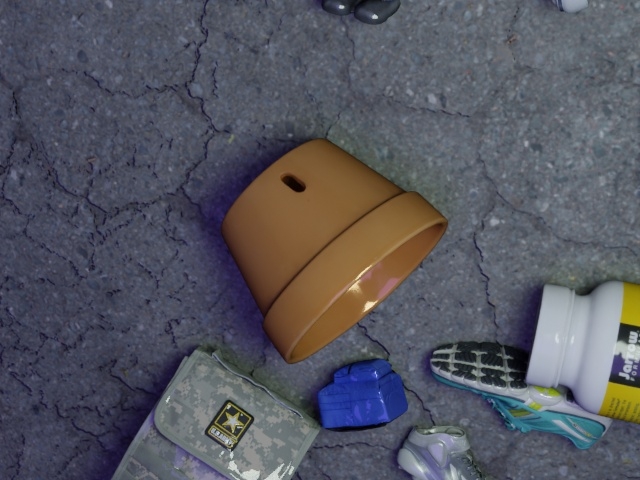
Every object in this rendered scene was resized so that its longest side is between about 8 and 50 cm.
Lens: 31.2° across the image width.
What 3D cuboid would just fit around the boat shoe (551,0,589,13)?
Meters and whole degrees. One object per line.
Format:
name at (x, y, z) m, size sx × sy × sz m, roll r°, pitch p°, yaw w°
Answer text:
boat shoe at (0.232, -0.453, 1.416) m, size 0.156 × 0.136 × 0.367 m, roll -11°, pitch 103°, yaw 17°

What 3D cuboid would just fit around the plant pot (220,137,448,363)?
plant pot at (0.000, 0.000, 1.567) m, size 0.203 × 0.291 × 0.291 m, roll 48°, pitch 113°, yaw 12°

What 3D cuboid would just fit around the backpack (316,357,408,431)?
backpack at (0.057, 0.234, 1.721) m, size 0.120 × 0.098 × 0.101 m, roll -16°, pitch 84°, yaw 27°

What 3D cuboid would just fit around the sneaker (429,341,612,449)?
sneaker at (0.285, 0.231, 1.664) m, size 0.275 × 0.107 × 0.110 m, roll 20°, pitch 122°, yaw 6°

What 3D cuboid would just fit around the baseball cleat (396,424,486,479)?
baseball cleat at (0.220, 0.351, 1.735) m, size 0.206 × 0.072 × 0.109 m, roll 27°, pitch 106°, yaw -1°

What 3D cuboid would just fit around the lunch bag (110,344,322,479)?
lunch bag at (-0.163, 0.332, 1.771) m, size 0.235 × 0.169 × 0.287 m, roll 33°, pitch 105°, yaw 4°

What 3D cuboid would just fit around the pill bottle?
pill bottle at (0.455, 0.158, 1.547) m, size 0.334 × 0.188 × 0.188 m, roll 10°, pitch 111°, yaw 10°

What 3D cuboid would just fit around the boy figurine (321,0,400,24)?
boy figurine at (0.075, -0.417, 1.442) m, size 0.177 × 0.092 × 0.285 m, roll 22°, pitch 135°, yaw 14°
